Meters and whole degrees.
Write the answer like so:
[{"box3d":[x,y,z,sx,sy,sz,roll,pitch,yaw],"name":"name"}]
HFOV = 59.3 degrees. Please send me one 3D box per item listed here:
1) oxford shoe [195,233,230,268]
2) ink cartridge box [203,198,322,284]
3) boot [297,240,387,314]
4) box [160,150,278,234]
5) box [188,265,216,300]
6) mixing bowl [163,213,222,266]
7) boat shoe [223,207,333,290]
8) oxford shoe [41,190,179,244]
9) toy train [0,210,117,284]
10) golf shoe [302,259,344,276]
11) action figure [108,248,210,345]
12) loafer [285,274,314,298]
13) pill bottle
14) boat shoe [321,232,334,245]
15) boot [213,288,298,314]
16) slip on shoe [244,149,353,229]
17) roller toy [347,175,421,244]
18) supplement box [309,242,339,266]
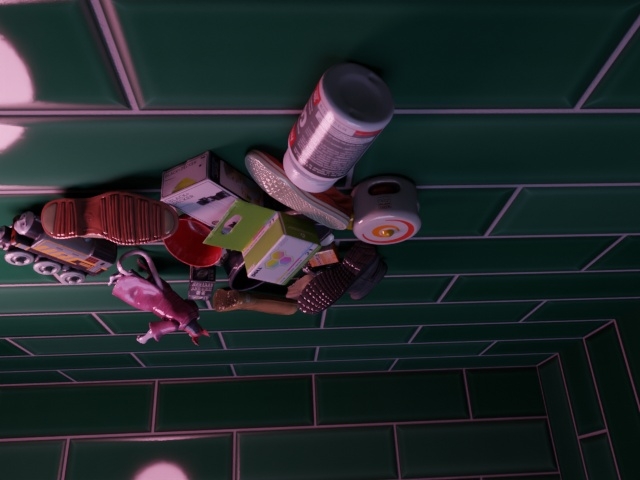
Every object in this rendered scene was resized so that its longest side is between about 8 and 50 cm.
[{"box3d":[-0.303,0.025,1.749,0.227,0.096,0.083,-22,-167,15],"name":"oxford shoe"},{"box3d":[-0.158,0.011,1.524,0.255,0.097,0.189,16,130,-38],"name":"ink cartridge box"},{"box3d":[0.092,0.164,1.936,0.338,0.118,0.222,-38,149,-3],"name":"boot"},{"box3d":[-0.264,-0.113,1.509,0.169,0.087,0.290,-17,150,26],"name":"box"},{"box3d":[-0.394,0.102,1.872,0.078,0.147,0.180,4,154,-15],"name":"box"},{"box3d":[-0.358,-0.021,1.644,0.182,0.098,0.181,9,133,9],"name":"mixing bowl"},{"box3d":[-0.127,0.032,1.750,0.500,0.155,0.187,-27,144,37],"name":"boat shoe"},{"box3d":[-0.547,-0.066,1.526,0.398,0.140,0.146,5,-176,15],"name":"oxford shoe"},{"box3d":[-0.778,0.017,1.683,0.190,0.142,0.334,-29,144,21],"name":"toy train"},{"box3d":[0.030,0.106,2.026,0.198,0.077,0.094,16,160,-21],"name":"golf shoe"},{"box3d":[-0.518,0.207,1.924,0.370,0.248,0.275,35,128,7],"name":"action figure"},{"box3d":[-0.057,0.181,2.144,0.102,0.091,0.268,16,166,-20],"name":"loafer"},{"box3d":[0.025,-0.230,1.213,0.162,0.161,0.283,8,152,-21],"name":"pill bottle"},{"box3d":[0.000,0.000,1.828,0.125,0.038,0.046,-34,99,38],"name":"boat shoe"},{"box3d":[-0.263,0.254,2.239,0.270,0.089,0.236,13,168,-37],"name":"boot"},{"box3d":[-0.050,-0.143,1.455,0.331,0.101,0.123,30,158,-24],"name":"slip on shoe"},{"box3d":[0.179,-0.077,1.563,0.210,0.146,0.191,16,148,-34],"name":"roller toy"},{"box3d":[0.008,0.050,1.910,0.099,0.036,0.062,-12,129,18],"name":"supplement box"}]
